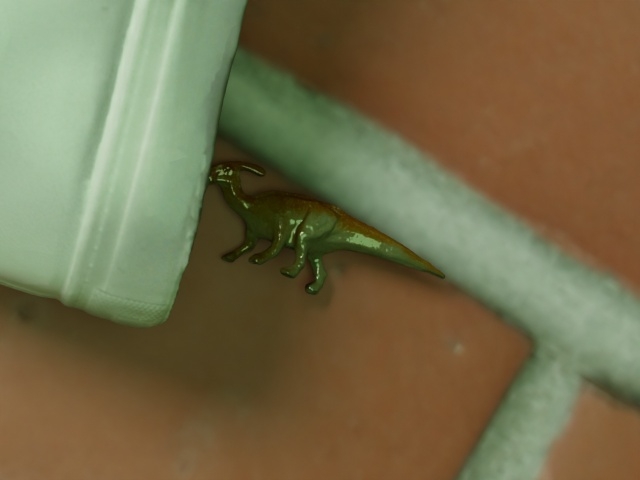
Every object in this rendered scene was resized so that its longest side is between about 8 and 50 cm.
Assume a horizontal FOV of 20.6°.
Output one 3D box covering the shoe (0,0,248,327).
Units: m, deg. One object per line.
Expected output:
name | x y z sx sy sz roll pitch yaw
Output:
shoe | -0.092 -0.157 0.663 0.160 0.132 0.363 13 94 -8

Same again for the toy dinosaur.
toy dinosaur | -0.003 0.003 0.738 0.113 0.026 0.041 27 75 -6
